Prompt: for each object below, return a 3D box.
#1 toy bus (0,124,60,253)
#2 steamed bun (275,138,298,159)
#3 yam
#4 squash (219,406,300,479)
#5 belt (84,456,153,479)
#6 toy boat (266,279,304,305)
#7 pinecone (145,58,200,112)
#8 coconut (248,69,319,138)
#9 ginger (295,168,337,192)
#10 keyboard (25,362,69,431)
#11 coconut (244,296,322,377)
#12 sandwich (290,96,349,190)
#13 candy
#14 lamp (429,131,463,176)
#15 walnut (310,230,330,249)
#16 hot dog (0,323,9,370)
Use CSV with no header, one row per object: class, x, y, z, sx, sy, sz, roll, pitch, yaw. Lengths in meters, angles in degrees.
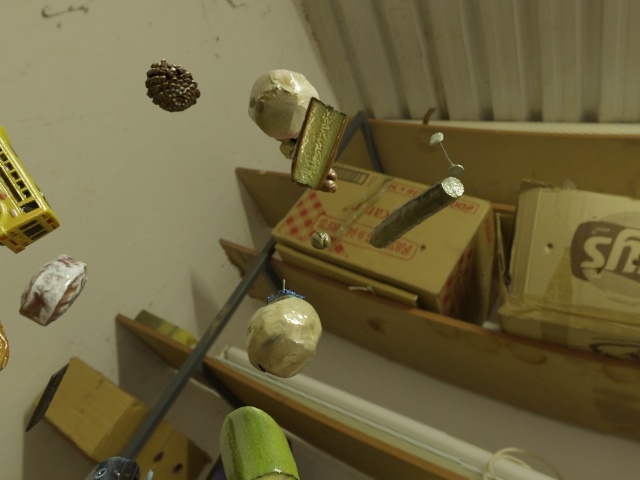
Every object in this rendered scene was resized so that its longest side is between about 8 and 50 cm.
toy bus,-0.718,-0.143,1.103,0.331,0.151,0.145,55,-18,6
steamed bun,-0.088,-0.381,1.921,0.177,0.106,0.192,-5,-46,34
yam,0.248,-0.069,1.386,0.083,0.083,0.371,37,-33,-9
squash,-0.167,0.600,1.372,0.189,0.189,0.260,49,-3,-28
belt,-0.440,0.549,1.001,0.122,0.218,0.128,32,10,-12
toy boat,-0.125,0.184,1.710,0.091,0.110,0.175,27,-34,-32
pinecone,-0.563,-0.576,1.909,0.204,0.179,0.184,46,-7,42
coconut,-0.124,-0.445,1.675,0.226,0.230,0.227,9,-71,28
ginger,-0.011,-0.237,1.899,0.161,0.103,0.073,10,6,6
keyboard,-0.659,0.380,1.225,0.010,0.064,0.198,34,-69,0
coconut,-0.104,0.259,1.341,0.224,0.224,0.224,24,-30,15
sandwich,-0.011,-0.267,1.430,0.122,0.236,0.128,21,6,1
candy,-0.884,0.159,1.685,0.157,0.214,0.289,30,11,-15
lamp,0.420,-0.272,1.685,0.050,0.056,0.198,-20,-50,29
walnut,0.000,0.000,2.130,0.092,0.092,0.092,24,-30,15
hot dog,-0.892,0.275,1.306,0.258,0.175,0.114,14,-34,51
